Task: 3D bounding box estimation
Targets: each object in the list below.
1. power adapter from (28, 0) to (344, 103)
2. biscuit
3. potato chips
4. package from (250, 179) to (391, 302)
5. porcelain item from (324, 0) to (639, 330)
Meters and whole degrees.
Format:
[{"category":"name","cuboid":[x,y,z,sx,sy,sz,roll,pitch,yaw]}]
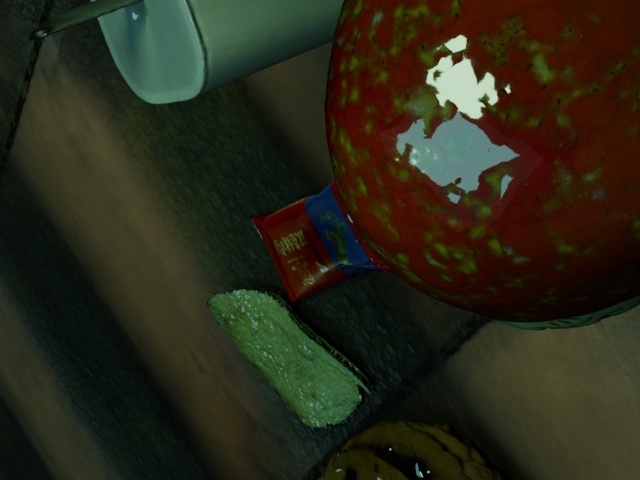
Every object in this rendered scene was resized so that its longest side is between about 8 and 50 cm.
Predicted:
[{"category":"power adapter","cuboid":[-0.070,-0.189,0.863,0.124,0.255,0.187,1,115,60]},{"category":"biscuit","cuboid":[0.097,0.273,1.155,0.296,0.075,0.296,37,138,43]},{"category":"potato chips","cuboid":[-0.028,0.103,1.262,0.209,0.026,0.142,-5,112,57]},{"category":"package","cuboid":[0.000,0.000,1.137,0.083,0.022,0.200,61,153,-4]},{"category":"porcelain item","cuboid":[0.134,-0.066,0.663,0.253,0.253,0.253,37,142,37]}]
